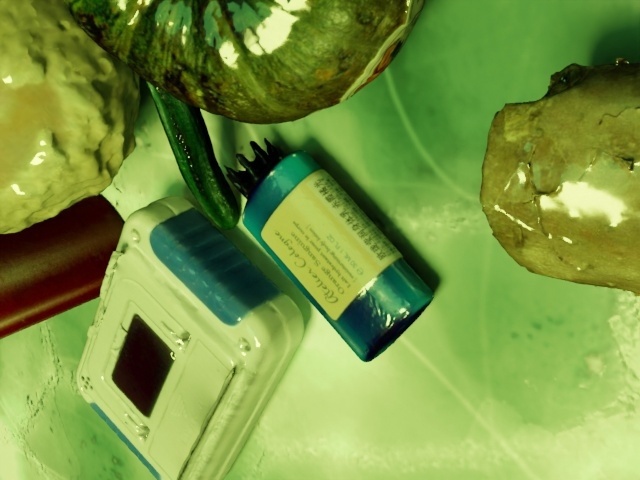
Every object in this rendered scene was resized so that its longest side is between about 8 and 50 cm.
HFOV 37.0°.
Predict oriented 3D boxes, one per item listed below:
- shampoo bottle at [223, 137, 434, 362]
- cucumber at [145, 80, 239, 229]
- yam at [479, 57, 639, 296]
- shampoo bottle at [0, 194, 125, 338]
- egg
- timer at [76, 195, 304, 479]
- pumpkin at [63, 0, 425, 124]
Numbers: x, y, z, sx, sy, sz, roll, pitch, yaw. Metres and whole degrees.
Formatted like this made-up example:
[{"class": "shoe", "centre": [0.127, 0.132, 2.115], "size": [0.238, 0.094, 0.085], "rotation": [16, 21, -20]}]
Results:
[{"class": "shampoo bottle", "centre": [0.000, 0.000, 0.716], "size": [0.183, 0.050, 0.087], "rotation": [49, 132, 13]}, {"class": "cucumber", "centre": [-0.094, -0.063, 0.725], "size": [0.184, 0.033, 0.036], "rotation": [74, -177, -53]}, {"class": "yam", "centre": [0.214, -0.024, 0.491], "size": [0.238, 0.128, 0.129], "rotation": [7, 77, 31]}, {"class": "shampoo bottle", "centre": [-0.276, 0.033, 0.808], "size": [0.064, 0.260, 0.102], "rotation": [-39, 82, 40]}, {"class": "egg", "centre": [-0.279, -0.142, 0.749], "size": [0.310, 0.279, 0.279], "rotation": [41, 127, 23]}, {"class": "timer", "centre": [-0.129, 0.103, 0.832], "size": [0.178, 0.078, 0.253], "rotation": [41, 131, 18]}, {"class": "pumpkin", "centre": [-0.047, -0.208, 0.599], "size": [0.260, 0.189, 0.260], "rotation": [7, 121, 13]}]
